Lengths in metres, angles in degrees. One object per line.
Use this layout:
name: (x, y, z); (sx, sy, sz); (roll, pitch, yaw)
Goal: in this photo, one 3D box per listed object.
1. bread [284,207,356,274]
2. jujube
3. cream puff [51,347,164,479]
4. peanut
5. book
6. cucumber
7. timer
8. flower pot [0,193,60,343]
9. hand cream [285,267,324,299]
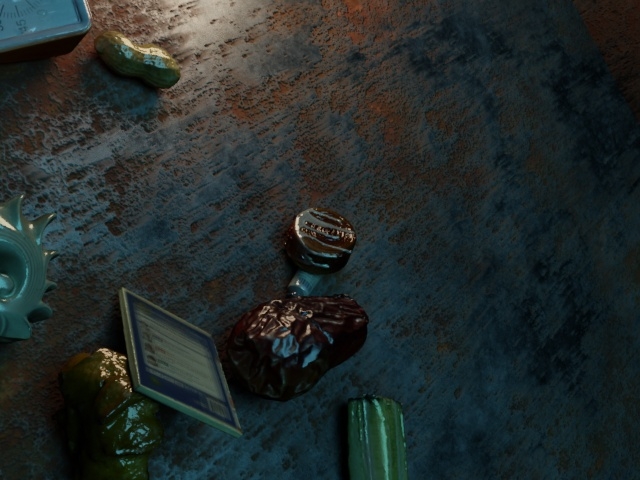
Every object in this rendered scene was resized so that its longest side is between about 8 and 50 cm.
bread: (0.000, 0.000, 1.992); (0.160, 0.073, 0.161); (11, 48, -12)
jujube: (-0.039, 0.208, 1.850); (0.342, 0.216, 0.216); (-22, 88, -48)
cream puff: (-0.369, 0.308, 1.551); (0.154, 0.241, 0.269); (-8, 51, -43)
peanut: (-0.384, -0.382, 1.862); (0.192, 0.089, 0.089); (19, 63, -32)
book: (-0.264, 0.221, 1.638); (0.228, 0.018, 0.322); (34, 13, -29)
cucumber: (0.124, 0.503, 1.931); (0.145, 0.105, 0.326); (24, 57, -60)
timer: (-0.598, -0.470, 1.683); (0.249, 0.161, 0.258); (-16, 85, -31)
flower pot: (-0.628, 0.033, 1.476); (0.367, 0.164, 0.254); (11, 73, -36)
hand cream: (-0.014, 0.058, 2.018); (0.080, 0.050, 0.234); (41, 49, -8)
